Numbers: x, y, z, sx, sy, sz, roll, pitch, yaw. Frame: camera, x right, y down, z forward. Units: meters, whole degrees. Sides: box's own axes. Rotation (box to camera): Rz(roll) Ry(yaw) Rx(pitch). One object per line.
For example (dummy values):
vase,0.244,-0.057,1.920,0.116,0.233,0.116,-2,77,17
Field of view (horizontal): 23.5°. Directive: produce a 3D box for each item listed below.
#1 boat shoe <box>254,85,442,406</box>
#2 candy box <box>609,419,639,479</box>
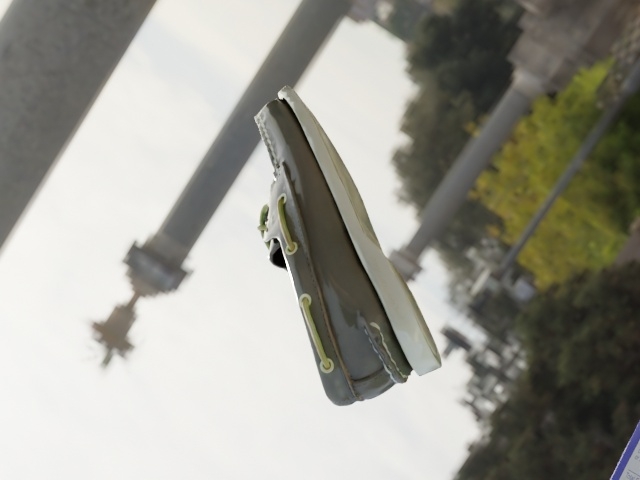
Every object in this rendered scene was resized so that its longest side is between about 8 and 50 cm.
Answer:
boat shoe,-0.002,-0.002,1.233,0.109,0.091,0.305,54,-171,-52
candy box,0.302,0.170,0.933,0.268,0.317,0.122,27,-179,-38
